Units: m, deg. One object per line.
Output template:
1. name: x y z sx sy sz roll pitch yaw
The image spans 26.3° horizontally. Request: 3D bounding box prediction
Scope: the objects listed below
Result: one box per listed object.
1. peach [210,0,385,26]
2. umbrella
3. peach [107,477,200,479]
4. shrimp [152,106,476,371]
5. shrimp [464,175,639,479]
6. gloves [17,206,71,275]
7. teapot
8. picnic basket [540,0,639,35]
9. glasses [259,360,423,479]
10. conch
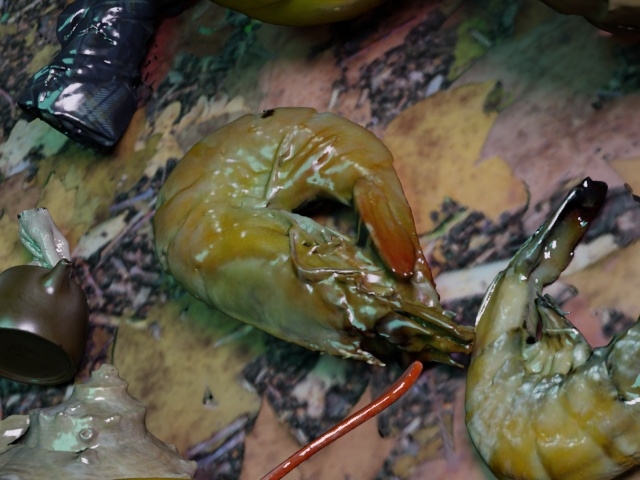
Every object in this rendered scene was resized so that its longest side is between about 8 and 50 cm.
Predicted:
1. peach: -0.008 -0.248 0.855 0.231 0.231 0.231 -18 55 28
2. umbrella: -0.141 -0.172 1.010 0.224 0.080 0.071 -63 13 -14
3. peach: -0.089 0.202 0.682 0.179 0.179 0.103 -49 22 4
4. shrimp: 0.000 0.000 0.807 0.145 0.061 0.267 -48 43 -8
5. shrimp: 0.152 0.027 0.683 0.217 0.051 0.150 -44 40 14
6. gloves: -0.194 0.004 0.962 0.044 0.037 0.081 140 127 -63
7. teapot: -0.193 0.052 0.915 0.121 0.076 0.068 -45 27 49
8. picnic basket: 0.147 -0.279 0.636 0.293 0.337 0.337 -20 55 28
9. glasses: 0.017 0.206 0.572 0.234 0.118 0.268 39 93 2
10. conch: -0.171 0.185 0.799 0.178 0.162 0.245 -169 94 -78
